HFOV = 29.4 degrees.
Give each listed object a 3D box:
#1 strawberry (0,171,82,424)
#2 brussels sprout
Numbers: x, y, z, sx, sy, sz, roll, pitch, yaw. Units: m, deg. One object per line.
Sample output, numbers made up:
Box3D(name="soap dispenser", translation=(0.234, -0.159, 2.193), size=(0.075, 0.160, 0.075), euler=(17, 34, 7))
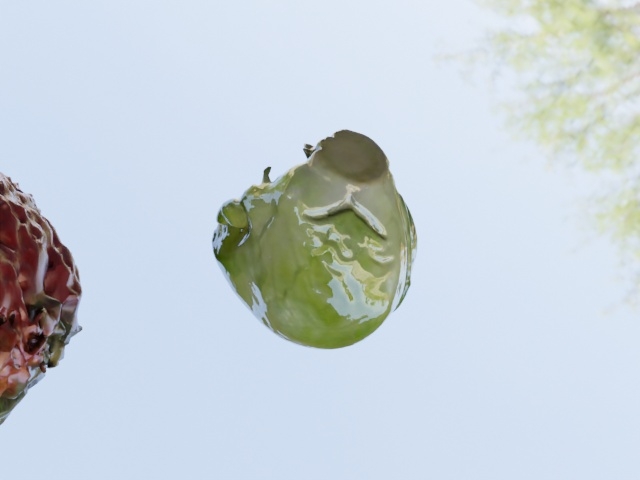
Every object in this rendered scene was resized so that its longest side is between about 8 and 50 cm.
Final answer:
Box3D(name="strawberry", translation=(-0.374, 0.013, 1.071), size=(0.267, 0.312, 0.351), euler=(-35, -99, -21))
Box3D(name="brussels sprout", translation=(0.004, 0.007, 0.925), size=(0.131, 0.183, 0.145), euler=(-30, -94, -36))
